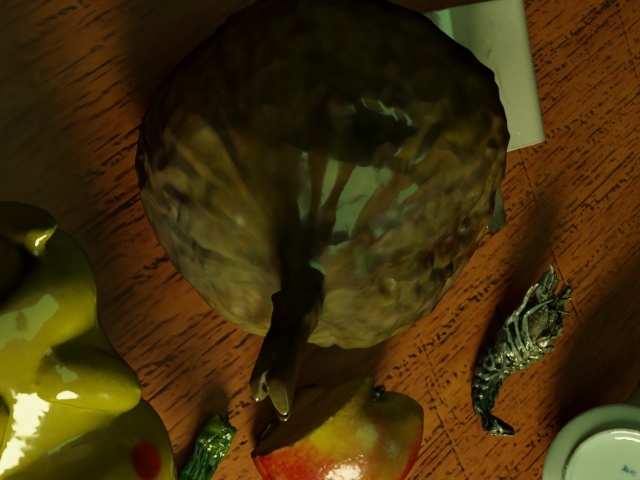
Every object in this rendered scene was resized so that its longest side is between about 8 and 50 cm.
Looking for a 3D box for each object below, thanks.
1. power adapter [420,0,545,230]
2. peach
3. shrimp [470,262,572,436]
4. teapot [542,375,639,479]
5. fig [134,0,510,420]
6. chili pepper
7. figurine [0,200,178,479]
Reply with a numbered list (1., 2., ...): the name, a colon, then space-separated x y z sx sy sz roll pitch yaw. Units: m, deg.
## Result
1. power adapter: 0.122 -0.107 0.993 0.125 0.130 0.204 -17 103 -32
2. peach: 0.018 0.179 0.944 0.151 0.151 0.118 8 75 -33
3. shrimp: 0.189 0.103 1.079 0.174 0.076 0.082 -62 145 -5
4. teapot: 0.310 0.243 1.135 0.159 0.159 0.231 16 97 -32
5. fig: 0.000 0.000 0.781 0.286 0.286 0.368 41 31 -27
6. chili pepper: -0.101 0.187 0.926 0.030 0.034 0.091 33 73 5
7. figurine: -0.206 0.143 0.776 0.218 0.169 0.326 -26 104 -13
